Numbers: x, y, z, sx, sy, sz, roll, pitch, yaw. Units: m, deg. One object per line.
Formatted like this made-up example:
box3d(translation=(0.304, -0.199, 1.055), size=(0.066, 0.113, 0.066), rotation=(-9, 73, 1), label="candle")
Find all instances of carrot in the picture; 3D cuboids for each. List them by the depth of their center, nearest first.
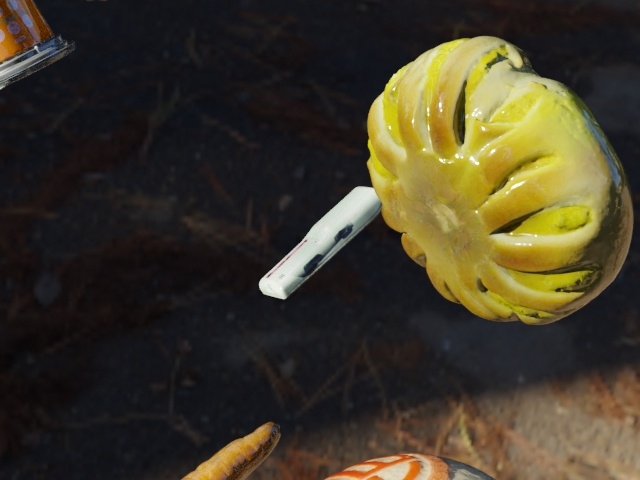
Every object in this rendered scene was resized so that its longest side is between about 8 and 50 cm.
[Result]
box3d(translation=(-0.116, 0.256, 1.635), size=(0.061, 0.061, 0.210), rotation=(34, 63, 30), label="carrot")

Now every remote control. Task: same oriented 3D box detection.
box3d(translation=(0.000, 0.000, 1.788), size=(0.166, 0.029, 0.065), rotation=(-42, 22, -17), label="remote control")

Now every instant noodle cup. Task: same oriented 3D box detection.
box3d(translation=(-0.369, -0.225, 1.724), size=(0.177, 0.125, 0.208), rotation=(-23, 13, 12), label="instant noodle cup")

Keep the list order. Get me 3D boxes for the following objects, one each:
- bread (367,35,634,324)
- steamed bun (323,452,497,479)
box3d(translation=(0.115, -0.034, 1.129), size=(0.213, 0.213, 0.105), rotation=(31, 47, 28), label="bread")
box3d(translation=(0.051, 0.283, 1.363), size=(0.283, 0.177, 0.283), rotation=(-23, 9, 4), label="steamed bun")
